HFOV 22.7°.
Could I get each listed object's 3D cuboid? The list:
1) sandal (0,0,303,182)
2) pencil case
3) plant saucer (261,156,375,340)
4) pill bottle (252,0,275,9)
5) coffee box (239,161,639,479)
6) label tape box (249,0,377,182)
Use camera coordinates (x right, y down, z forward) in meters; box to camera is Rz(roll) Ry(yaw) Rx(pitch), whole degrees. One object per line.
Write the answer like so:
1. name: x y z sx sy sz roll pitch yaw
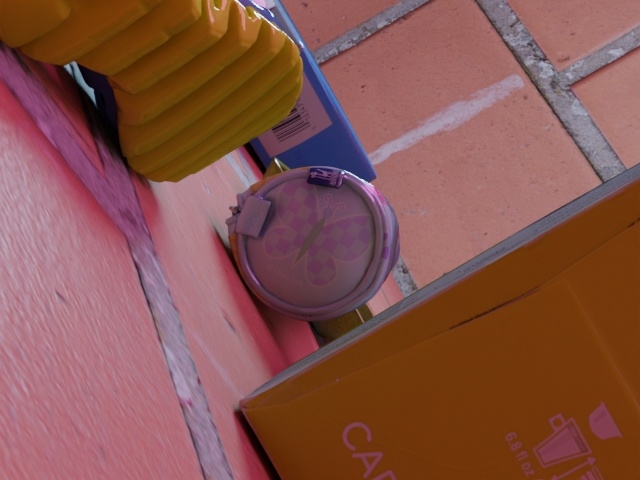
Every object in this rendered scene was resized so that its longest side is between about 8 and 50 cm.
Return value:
1. sandal: -0.105 -0.139 0.894 0.138 0.126 0.317 59 1 25
2. pencil case: 0.000 0.000 1.271 0.273 0.124 0.113 -7 105 -84
3. plant saucer: -0.006 0.022 1.502 0.188 0.045 0.188 62 4 6
4. pill bottle: -0.137 -0.305 1.563 0.221 0.124 0.124 62 4 -5
5. coffee box: 0.190 0.151 0.990 0.337 0.338 0.334 61 5 2
6. label tape box: -0.081 -0.228 1.844 0.347 0.115 0.249 60 2 39
